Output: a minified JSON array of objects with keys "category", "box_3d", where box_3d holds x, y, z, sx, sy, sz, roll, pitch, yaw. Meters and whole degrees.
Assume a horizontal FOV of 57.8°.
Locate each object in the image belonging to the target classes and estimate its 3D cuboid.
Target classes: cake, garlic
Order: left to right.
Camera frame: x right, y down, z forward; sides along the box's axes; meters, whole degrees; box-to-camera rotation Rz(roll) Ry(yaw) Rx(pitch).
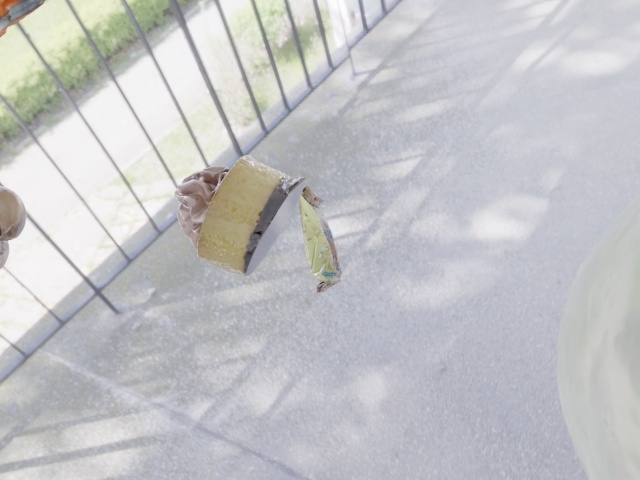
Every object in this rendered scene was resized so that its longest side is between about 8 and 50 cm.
[{"category":"garlic","box_3d":[-0.668,0.002,1.101,0.214,0.160,0.191,-22,60,-39]},{"category":"cake","box_3d":[-0.147,-0.059,0.956,0.178,0.185,0.207,34,90,4]}]

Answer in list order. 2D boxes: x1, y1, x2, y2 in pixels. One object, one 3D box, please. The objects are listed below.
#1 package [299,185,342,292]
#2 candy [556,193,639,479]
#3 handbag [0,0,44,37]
[{"category":"package","box_3d":[0.000,0.002,0.691,0.031,0.108,0.120,-12,83,8]},{"category":"candy","box_3d":[0.311,0.053,0.403,0.186,0.427,0.386,36,100,-5]},{"category":"handbag","box_3d":[-0.463,-0.220,0.562,0.410,0.116,0.303,-36,65,10]}]
